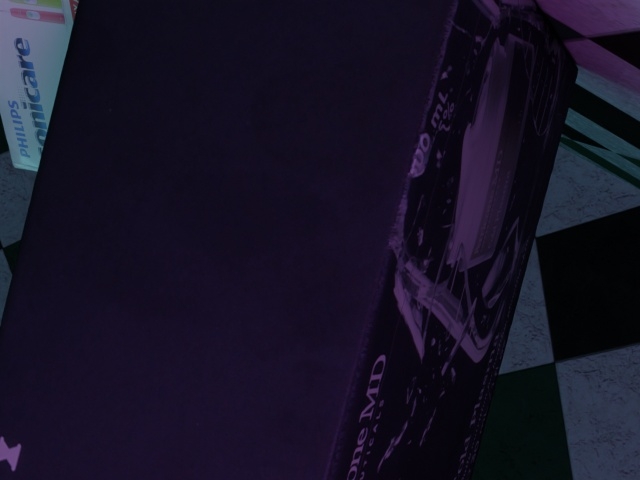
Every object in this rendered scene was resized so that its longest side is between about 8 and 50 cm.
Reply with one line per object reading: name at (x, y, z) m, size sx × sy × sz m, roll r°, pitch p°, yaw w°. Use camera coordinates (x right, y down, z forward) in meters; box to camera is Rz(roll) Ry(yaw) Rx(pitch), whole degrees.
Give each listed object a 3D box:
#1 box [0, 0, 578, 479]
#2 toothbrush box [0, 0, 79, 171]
box at (0.000, 0.000, 0.904) m, size 0.297 × 0.480 × 0.472 m, roll 15°, pitch -177°, yaw 23°
toothbrush box at (-0.173, -0.213, 0.928) m, size 0.122 × 0.206 × 0.283 m, roll 11°, pitch -143°, yaw 18°
